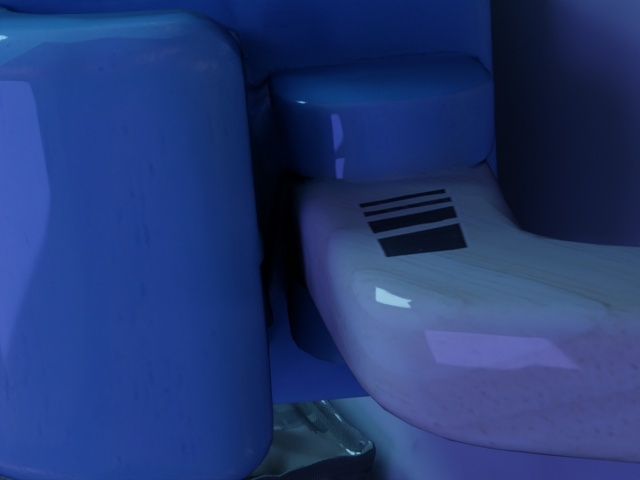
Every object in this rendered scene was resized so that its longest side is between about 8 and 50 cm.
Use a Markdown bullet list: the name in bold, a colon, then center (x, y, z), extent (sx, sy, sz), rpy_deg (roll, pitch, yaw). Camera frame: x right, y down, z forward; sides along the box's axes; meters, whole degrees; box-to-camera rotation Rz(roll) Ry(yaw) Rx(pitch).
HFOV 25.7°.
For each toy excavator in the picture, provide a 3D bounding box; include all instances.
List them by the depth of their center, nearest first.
- **toy excavator**: center (0.000, 0.000, 0.473), extent (0.445, 0.433, 0.222), rpy_deg (-99, 5, -72)

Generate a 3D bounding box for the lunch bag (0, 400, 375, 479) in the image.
- **lunch bag**: center (-0.112, 0.145, 0.839), extent (0.287, 0.169, 0.235), rpy_deg (41, 136, 41)
